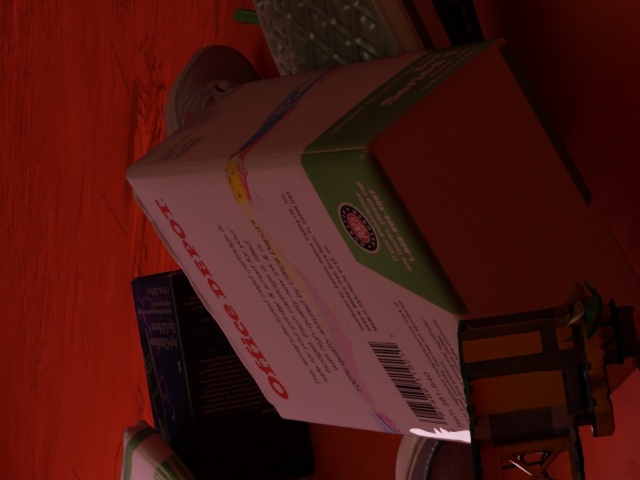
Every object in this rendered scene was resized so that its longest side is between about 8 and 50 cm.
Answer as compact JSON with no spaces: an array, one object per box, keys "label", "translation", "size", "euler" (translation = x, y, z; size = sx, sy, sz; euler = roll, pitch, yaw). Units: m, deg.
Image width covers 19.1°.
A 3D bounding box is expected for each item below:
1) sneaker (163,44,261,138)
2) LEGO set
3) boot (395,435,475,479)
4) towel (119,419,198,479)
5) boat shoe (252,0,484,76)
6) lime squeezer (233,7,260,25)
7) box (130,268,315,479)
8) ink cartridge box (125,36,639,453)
[{"label":"sneaker","translation":[-0.056,-0.083,1.580],"size":[0.111,0.103,0.252],"euler":[-53,36,34]},{"label":"LEGO set","translation":[0.185,0.176,0.912],"size":[0.255,0.192,0.331],"euler":[-91,-10,-46]},{"label":"boot","translation":[0.102,0.206,1.304],"size":[0.086,0.069,0.190],"euler":[43,147,51]},{"label":"towel","translation":[-0.078,0.320,1.701],"size":[0.325,0.038,0.248],"euler":[53,161,14]},{"label":"boat shoe","translation":[0.025,-0.226,1.190],"size":[0.500,0.156,0.187],"euler":[66,156,-3]},{"label":"lime squeezer","translation":[0.012,-0.103,1.408],"size":[0.110,0.059,0.310],"euler":[110,147,-44]},{"label":"box","translation":[-0.091,0.124,1.746],"size":[0.153,0.108,0.207],"euler":[168,94,-70]},{"label":"ink cartridge box","translation":[0.035,0.005,1.116],"size":[0.278,0.117,0.201],"euler":[-1,125,58]}]
